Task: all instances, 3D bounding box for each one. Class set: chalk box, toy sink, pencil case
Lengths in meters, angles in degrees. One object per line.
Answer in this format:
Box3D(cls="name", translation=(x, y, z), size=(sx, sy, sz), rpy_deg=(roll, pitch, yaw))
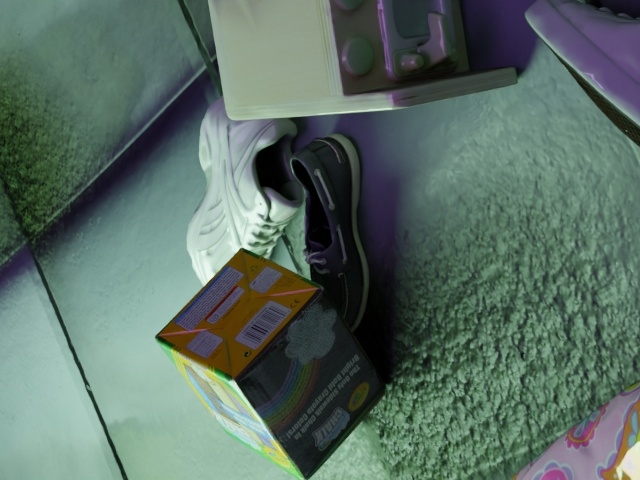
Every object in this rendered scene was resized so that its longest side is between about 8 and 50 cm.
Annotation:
Box3D(cls="chalk box", translation=(-0.037, 0.136, 1.659), size=(0.132, 0.132, 0.213), rpy_deg=(25, 154, 44))
Box3D(cls="toy sink", translation=(0.035, -0.184, 1.472), size=(0.234, 0.153, 0.131), rpy_deg=(2, 104, 51))
Box3D(cls="pencil case", translation=(0.245, 0.203, 1.384), size=(0.124, 0.124, 0.284), rpy_deg=(59, 140, 18))

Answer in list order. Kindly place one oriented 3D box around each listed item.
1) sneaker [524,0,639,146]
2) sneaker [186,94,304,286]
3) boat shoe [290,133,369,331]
Box3D(cls="sneaker", translation=(0.273, -0.128, 1.269), size=(0.123, 0.106, 0.290), rpy_deg=(-47, 46, 4))
Box3D(cls="sneaker", translation=(-0.068, -0.029, 1.708), size=(0.115, 0.090, 0.232), rpy_deg=(22, 120, 41))
Box3D(cls="boat shoe", translation=(0.000, 0.000, 1.649), size=(0.075, 0.065, 0.206), rpy_deg=(17, 117, 44))
